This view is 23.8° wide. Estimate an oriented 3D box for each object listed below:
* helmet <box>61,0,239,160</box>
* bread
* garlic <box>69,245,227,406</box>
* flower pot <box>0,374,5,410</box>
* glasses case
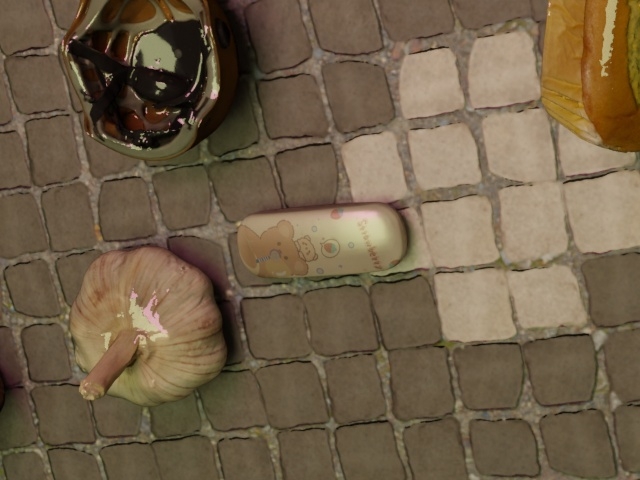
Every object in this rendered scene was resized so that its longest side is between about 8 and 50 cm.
[{"bbox_3d":[-0.174,-0.200,1.684,0.198,0.130,0.224,-4,92,22],"label":"helmet"},{"bbox_3d":[0.303,-0.229,1.446,0.119,0.152,0.288,31,121,58],"label":"bread"},{"bbox_3d":[-0.228,0.118,1.743,0.199,0.226,0.199,8,112,21],"label":"garlic"},{"bbox_3d":[-0.553,0.231,1.916,0.266,0.266,0.267,47,108,7],"label":"flower pot"},{"bbox_3d":[0.000,0.000,1.699,0.204,0.051,0.081,-6,100,26],"label":"glasses case"}]
